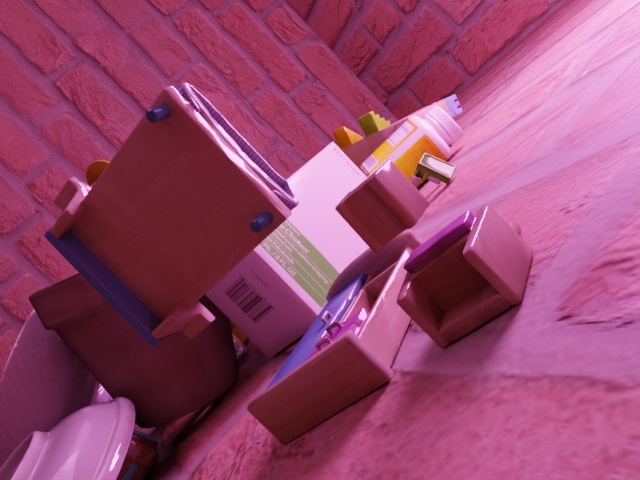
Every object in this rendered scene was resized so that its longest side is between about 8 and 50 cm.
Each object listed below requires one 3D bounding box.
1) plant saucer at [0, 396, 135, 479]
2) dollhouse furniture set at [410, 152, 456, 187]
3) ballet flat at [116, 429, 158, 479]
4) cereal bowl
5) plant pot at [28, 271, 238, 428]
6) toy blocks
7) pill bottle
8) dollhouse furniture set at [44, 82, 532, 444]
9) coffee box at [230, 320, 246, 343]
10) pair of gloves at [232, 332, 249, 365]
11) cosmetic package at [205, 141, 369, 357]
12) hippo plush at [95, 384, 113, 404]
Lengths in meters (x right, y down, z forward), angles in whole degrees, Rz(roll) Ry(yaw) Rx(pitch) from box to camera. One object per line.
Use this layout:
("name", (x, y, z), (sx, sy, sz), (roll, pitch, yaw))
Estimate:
("plant saucer", (-0.409, 0.378, 0.765), (0.400, 0.101, 0.400), (-45, 21, 22))
("dollhouse furniture set", (0.173, -0.078, 0.968), (0.076, 0.059, 0.151), (-57, -8, -41))
("ballet flat", (-0.365, 0.404, 0.958), (0.342, 0.116, 0.124), (-34, 29, 50))
("cereal bowl", (-0.504, 0.296, 1.072), (0.339, 0.141, 0.338), (-166, 90, -75))
("plant pot", (-0.288, 0.155, 0.988), (0.324, 0.280, 0.323), (-23, 3, 1))
("toy blocks", (0.214, -0.256, 1.422), (0.261, 0.190, 0.382), (-32, 10, -37))
("pill bottle", (0.183, -0.171, 1.157), (0.215, 0.117, 0.117), (-43, 4, 11))
("dollhouse furniture set", (-0.031, -0.034, 0.496), (0.286, 0.303, 0.198), (-42, 5, 34))
("coffee box", (-0.306, 0.066, 1.428), (0.334, 0.338, 0.338), (-63, 10, -13))
("pair of gloves", (-0.177, 0.154, 1.198), (0.240, 0.204, 0.042), (-49, -39, -20))
("cosmetic package", (-0.030, 0.000, 0.973), (0.155, 0.197, 0.365), (-41, 6, 39))
("hippo plush", (-0.452, 0.364, 1.360), (0.294, 0.237, 0.234), (8, 75, 67))
